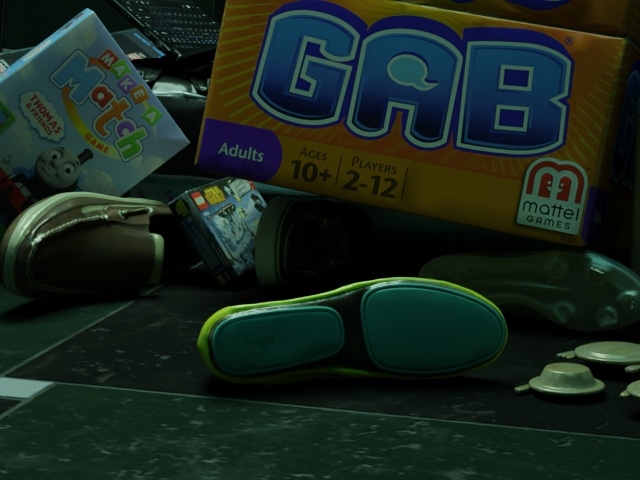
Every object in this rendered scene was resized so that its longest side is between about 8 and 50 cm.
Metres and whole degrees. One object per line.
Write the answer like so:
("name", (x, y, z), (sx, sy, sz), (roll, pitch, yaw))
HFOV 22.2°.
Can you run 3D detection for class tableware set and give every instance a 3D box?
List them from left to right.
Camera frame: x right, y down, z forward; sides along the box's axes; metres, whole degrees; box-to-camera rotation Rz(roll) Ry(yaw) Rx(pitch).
("tableware set", (0.236, 0.101, 1.198), (0.169, 0.020, 0.141), (9, 12, 40))

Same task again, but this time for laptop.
("laptop", (-0.105, -0.272, 1.820), (0.264, 0.136, 0.234), (42, 17, 12))

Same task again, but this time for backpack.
("backpack", (-0.167, -0.121, 1.843), (0.225, 0.191, 0.253), (4, 18, -6))

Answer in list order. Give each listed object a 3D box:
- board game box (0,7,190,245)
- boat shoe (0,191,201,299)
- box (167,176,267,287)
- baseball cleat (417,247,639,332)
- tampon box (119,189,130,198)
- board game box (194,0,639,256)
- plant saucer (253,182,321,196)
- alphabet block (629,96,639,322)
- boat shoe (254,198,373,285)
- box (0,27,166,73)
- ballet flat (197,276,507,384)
("board game box", (-0.255, -0.093, 1.547), (0.211, 0.160, 0.039), (-39, 21, -8))
("boat shoe", (-0.184, 0.003, 1.485), (0.095, 0.095, 0.257), (13, 15, 25))
("box", (-0.084, -0.012, 1.568), (0.027, 0.094, 0.137), (-33, -3, 24))
("baseball cleat", (0.189, 0.032, 1.405), (0.206, 0.072, 0.109), (7, 12, 24))
("tampon box", (-0.250, -0.068, 1.652), (0.102, 0.161, 0.120), (1, 11, 1))
("board game box", (0.139, -0.194, 1.547), (0.357, 0.356, 0.356), (12, 2, 18))
("plant saucer", (0.002, -0.103, 2.146), (0.318, 0.043, 0.317), (0, 12, 0))
("alphabet block", (0.389, -0.022, 1.372), (0.193, 0.197, 0.192), (-8, 15, -35))
("boat shoe", (0.000, 0.000, 1.566), (0.076, 0.080, 0.228), (2, 4, 15))
("box", (-0.285, -0.192, 2.206), (0.293, 0.073, 0.295), (-13, 32, -25))
("ballet flat", (0.021, 0.070, 1.227), (0.231, 0.077, 0.077), (-3, -5, -9))
